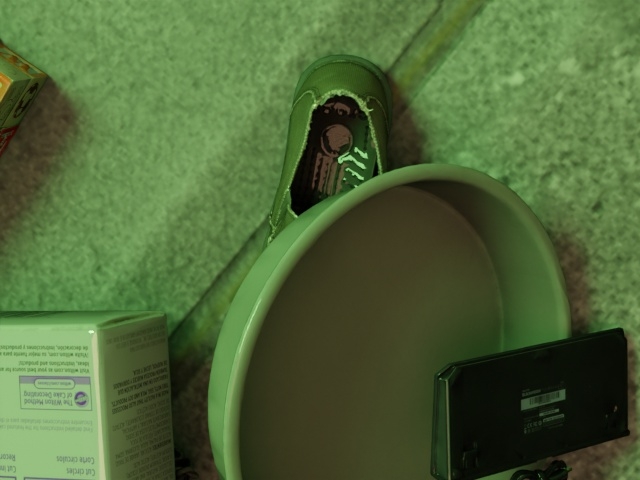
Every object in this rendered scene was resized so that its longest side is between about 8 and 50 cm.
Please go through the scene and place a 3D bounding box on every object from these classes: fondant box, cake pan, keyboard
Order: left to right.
[{"bbox_3d":[-0.220,0.214,0.911,0.238,0.096,0.330,-1,93,21],"label":"fondant box"},{"bbox_3d":[0.046,0.092,0.875,0.293,0.054,0.293,-10,106,-37],"label":"cake pan"},{"bbox_3d":[0.144,0.122,0.912,0.180,0.023,0.108,-7,98,-37],"label":"keyboard"}]

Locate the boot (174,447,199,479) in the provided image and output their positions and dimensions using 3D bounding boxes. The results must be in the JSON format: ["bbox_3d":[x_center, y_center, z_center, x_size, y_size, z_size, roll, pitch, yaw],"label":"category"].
[{"bbox_3d":[-0.132,0.260,0.978,0.263,0.091,0.229,19,101,3],"label":"boot"}]

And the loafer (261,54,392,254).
[{"bbox_3d":[0.000,0.000,0.924,0.094,0.087,0.251,3,100,4],"label":"loafer"}]

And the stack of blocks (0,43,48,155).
[{"bbox_3d":[-0.364,-0.124,0.933,0.297,0.087,0.171,33,101,-1],"label":"stack of blocks"}]

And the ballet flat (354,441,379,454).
[{"bbox_3d":[0.033,0.200,0.965,0.057,0.049,0.173,-17,114,3],"label":"ballet flat"}]
